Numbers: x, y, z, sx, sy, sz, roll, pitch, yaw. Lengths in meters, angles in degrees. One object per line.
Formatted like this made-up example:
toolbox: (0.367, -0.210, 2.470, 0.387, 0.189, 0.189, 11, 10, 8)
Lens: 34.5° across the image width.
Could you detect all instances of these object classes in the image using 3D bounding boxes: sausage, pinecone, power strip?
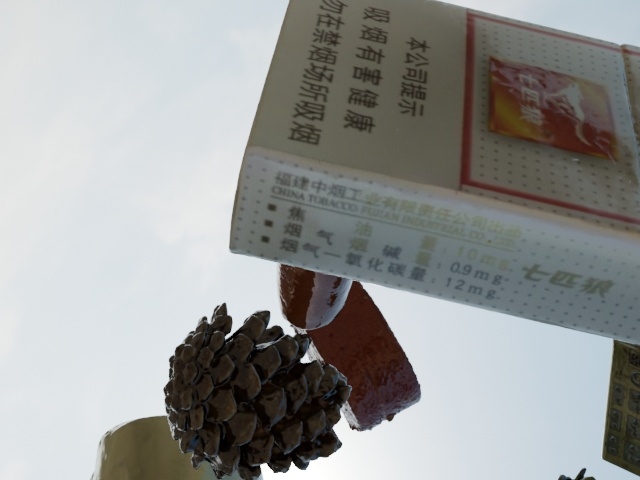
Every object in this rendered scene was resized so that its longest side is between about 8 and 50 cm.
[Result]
sausage: (0.000, 0.000, 1.298, 0.259, 0.113, 0.114, 101, -7, -49)
pinecone: (-0.071, 0.170, 1.137, 0.179, 0.204, 0.184, -117, -147, -68)
power strip: (0.471, 0.234, 1.529, 0.092, 0.034, 0.268, 22, -55, 40)

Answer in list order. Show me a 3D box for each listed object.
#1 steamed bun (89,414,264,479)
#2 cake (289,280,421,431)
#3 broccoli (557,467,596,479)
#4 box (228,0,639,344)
steamed bun: (-0.216, 0.472, 1.550, 0.456, 0.289, 0.371, 124, -30, -56)
cake: (0.048, 0.179, 1.738, 0.150, 0.177, 0.283, -29, -117, -2)
broccoli: (0.300, 0.438, 1.180, 0.324, 0.272, 0.334, -23, -101, 27)
box: (0.123, -0.055, 0.669, 0.210, 0.330, 0.095, -79, -176, -47)
